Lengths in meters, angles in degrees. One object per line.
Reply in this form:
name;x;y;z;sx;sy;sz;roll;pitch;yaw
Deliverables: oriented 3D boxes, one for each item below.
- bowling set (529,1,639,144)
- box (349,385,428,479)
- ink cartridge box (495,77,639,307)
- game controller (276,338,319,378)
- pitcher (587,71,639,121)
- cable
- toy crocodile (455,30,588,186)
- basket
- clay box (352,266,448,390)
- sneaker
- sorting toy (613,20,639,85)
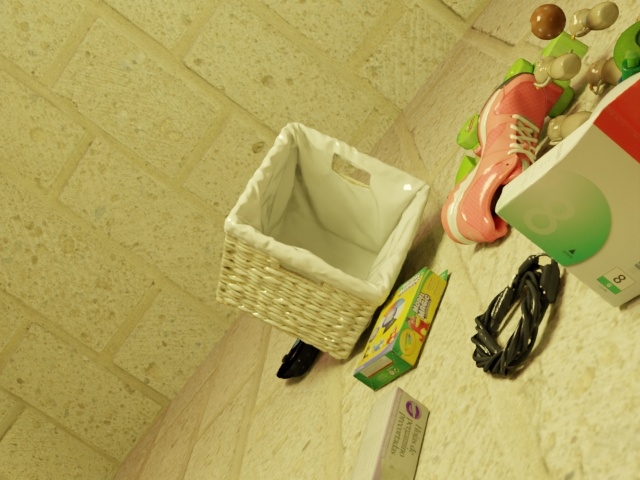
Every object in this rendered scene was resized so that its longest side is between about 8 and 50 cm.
bowling set;0.412;-0.308;1.305;0.287;0.200;0.154;-49;7;4
box;0.071;0.329;1.054;0.067;0.063;0.324;-45;13;37
ink cartridge box;0.320;-0.047;0.831;0.225;0.181;0.056;-42;15;43
game controller;-0.006;0.186;1.941;0.319;0.067;0.166;-57;10;-21
pitcher;0.373;-0.102;1.013;0.207;0.125;0.178;-61;-11;28
cable;0.244;0.102;1.078;0.150;0.047;0.184;-44;14;46
toy crocodile;0.356;-0.221;1.496;0.340;0.115;0.105;-53;13;20
basket;0.000;0.000;1.656;0.266;0.328;0.331;111;-175;-50
clay box;0.142;0.140;1.422;0.127;0.053;0.222;-45;13;48
sneaker;0.321;-0.131;1.376;0.314;0.116;0.136;-68;22;-3
sorting toy;0.465;-0.315;1.111;0.127;0.126;0.365;13;57;31
